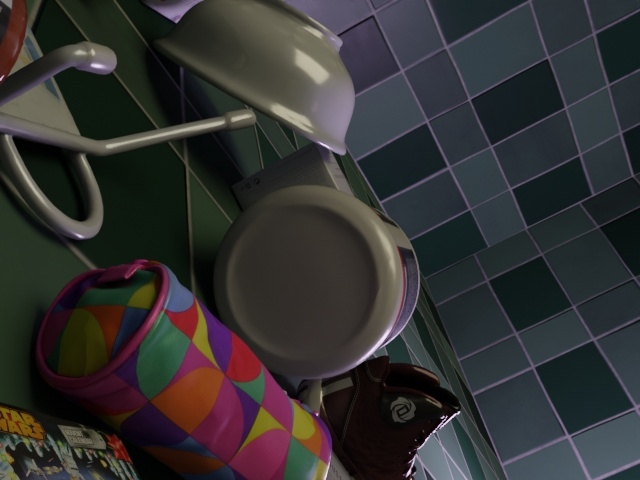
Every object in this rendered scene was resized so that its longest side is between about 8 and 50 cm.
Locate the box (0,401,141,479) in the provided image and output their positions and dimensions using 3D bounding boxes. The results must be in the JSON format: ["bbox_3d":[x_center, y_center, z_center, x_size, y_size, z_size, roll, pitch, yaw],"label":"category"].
[{"bbox_3d":[-0.126,0.124,0.355,0.094,0.027,0.137,50,2,31],"label":"box"}]

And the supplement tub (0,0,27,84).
[{"bbox_3d":[-0.232,-0.134,0.330,0.106,0.106,0.198,67,10,23],"label":"supplement tub"}]

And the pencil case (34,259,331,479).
[{"bbox_3d":[-0.079,0.107,0.506,0.236,0.104,0.104,54,13,-44],"label":"pencil case"}]

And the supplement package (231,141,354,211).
[{"bbox_3d":[0.000,0.000,1.075,0.244,0.133,0.139,63,10,-1],"label":"supplement package"}]

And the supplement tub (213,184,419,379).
[{"bbox_3d":[0.010,0.044,0.844,0.191,0.191,0.272,64,10,8],"label":"supplement tub"}]

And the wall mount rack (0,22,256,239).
[{"bbox_3d":[-0.190,-0.180,0.593,0.350,0.130,0.304,64,10,4],"label":"wall mount rack"}]

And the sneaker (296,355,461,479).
[{"bbox_3d":[0.102,0.248,0.864,0.281,0.162,0.106,59,11,-22],"label":"sneaker"}]

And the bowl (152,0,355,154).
[{"bbox_3d":[-0.064,-0.244,1.013,0.297,0.134,0.298,29,10,-5],"label":"bowl"}]

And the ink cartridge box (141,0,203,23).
[{"bbox_3d":[-0.185,-0.465,1.162,0.197,0.198,0.270,64,9,1],"label":"ink cartridge box"}]

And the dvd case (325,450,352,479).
[{"bbox_3d":[0.018,0.296,0.699,0.179,0.029,0.239,59,10,-18],"label":"dvd case"}]
